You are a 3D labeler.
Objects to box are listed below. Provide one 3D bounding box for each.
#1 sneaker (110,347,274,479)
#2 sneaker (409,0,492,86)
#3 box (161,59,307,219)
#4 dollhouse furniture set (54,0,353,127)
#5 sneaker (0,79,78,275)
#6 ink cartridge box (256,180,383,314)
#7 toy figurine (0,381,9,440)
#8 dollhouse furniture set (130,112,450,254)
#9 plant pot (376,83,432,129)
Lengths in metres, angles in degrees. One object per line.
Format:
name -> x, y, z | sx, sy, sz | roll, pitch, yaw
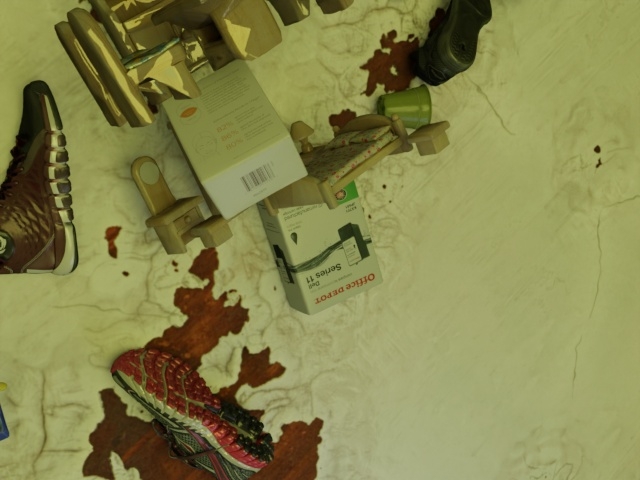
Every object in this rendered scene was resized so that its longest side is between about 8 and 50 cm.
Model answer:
sneaker -> -0.214, 0.289, 1.319 | 0.112, 0.121, 0.299 | -42, 107, 18
sneaker -> 0.223, -0.356, 1.457 | 0.087, 0.130, 0.227 | 35, 54, -20
box -> -0.116, -0.138, 1.119 | 0.130, 0.170, 0.091 | -29, 145, -1
dollhouse furniture set -> -0.184, -0.346, 1.087 | 0.362, 0.394, 0.256 | -35, 109, -17
sneaker -> -0.436, -0.078, 1.168 | 0.162, 0.106, 0.281 | -8, 101, -21
ink cartridge box -> 0.000, 0.000, 1.390 | 0.153, 0.087, 0.208 | -24, 107, -20
toy figurine -> -0.506, 0.193, 1.078 | 0.191, 0.217, 0.362 | -28, 64, -5
dollhouse furniture set -> -0.055, -0.131, 1.183 | 0.303, 0.355, 0.174 | -39, 113, -39
plant pot -> 0.141, -0.226, 1.436 | 0.079, 0.083, 0.083 | -4, 99, -13
